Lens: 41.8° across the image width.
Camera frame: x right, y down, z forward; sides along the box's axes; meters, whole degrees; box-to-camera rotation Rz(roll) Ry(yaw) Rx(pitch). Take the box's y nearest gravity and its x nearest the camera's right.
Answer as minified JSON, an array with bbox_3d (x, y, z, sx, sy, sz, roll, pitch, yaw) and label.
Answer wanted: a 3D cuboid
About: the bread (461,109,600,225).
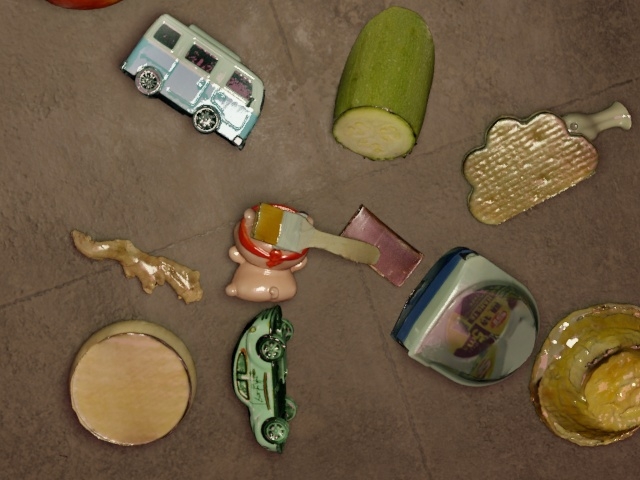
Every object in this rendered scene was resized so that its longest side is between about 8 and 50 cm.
[{"bbox_3d":[0.417,-0.165,1.731,0.287,0.056,0.207,-26,99,17],"label":"bread"}]

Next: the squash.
[{"bbox_3d":[0.133,-0.318,1.712,0.189,0.189,0.260,17,62,-10],"label":"squash"}]

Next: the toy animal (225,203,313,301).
[{"bbox_3d":[-0.103,0.023,1.679,0.171,0.171,0.197,11,106,-10],"label":"toy animal"}]

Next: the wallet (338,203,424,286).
[{"bbox_3d":[0.126,0.014,1.769,0.176,0.026,0.095,38,88,-14],"label":"wallet"}]

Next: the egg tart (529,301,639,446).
[{"bbox_3d":[0.635,0.308,1.839,0.346,0.132,0.345,-2,103,-8],"label":"egg tart"}]

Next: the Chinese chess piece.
[{"bbox_3d":[-0.381,0.290,1.711,0.257,0.104,0.257,-1,100,-8],"label":"Chinese chess piece"}]

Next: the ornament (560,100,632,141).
[{"bbox_3d":[0.563,-0.238,1.759,0.156,0.074,0.081,-18,139,-6],"label":"ornament"}]

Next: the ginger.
[{"bbox_3d":[-0.370,0.052,1.692,0.288,0.075,0.089,22,101,-15],"label":"ginger"}]

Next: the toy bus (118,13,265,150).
[{"bbox_3d":[-0.229,-0.304,1.610,0.271,0.133,0.164,34,90,-10],"label":"toy bus"}]

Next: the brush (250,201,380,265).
[{"bbox_3d":[0.000,0.000,1.641,0.337,0.020,0.085,18,81,-41],"label":"brush"}]

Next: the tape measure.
[{"bbox_3d":[0.322,0.177,1.769,0.262,0.138,0.259,33,96,-12],"label":"tape measure"}]

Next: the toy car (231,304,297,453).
[{"bbox_3d":[-0.119,0.288,1.734,0.125,0.136,0.305,1,102,6],"label":"toy car"}]

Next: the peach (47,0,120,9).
[{"bbox_3d":[-0.417,-0.549,1.486,0.281,0.238,0.280,-3,127,-4],"label":"peach"}]
